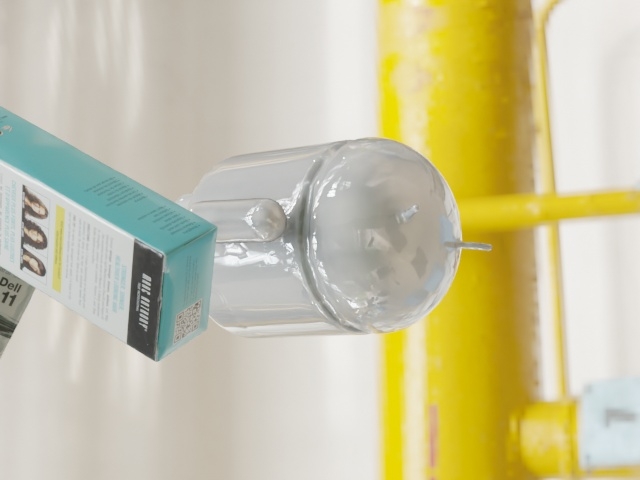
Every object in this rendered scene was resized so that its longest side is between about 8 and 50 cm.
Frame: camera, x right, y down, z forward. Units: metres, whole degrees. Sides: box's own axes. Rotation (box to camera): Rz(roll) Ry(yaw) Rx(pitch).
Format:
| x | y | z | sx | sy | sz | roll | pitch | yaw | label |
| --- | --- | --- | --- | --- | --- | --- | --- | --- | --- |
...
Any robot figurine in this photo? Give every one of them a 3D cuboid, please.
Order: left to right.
| x | y | z | sx | sy | sz | roll | pitch | yaw | label |
| --- | --- | --- | --- | --- | --- | --- | --- | --- | --- |
| 0.000 | 0.000 | 1.719 | 0.300 | 0.353 | 0.199 | 8 | -100 | -48 | robot figurine |

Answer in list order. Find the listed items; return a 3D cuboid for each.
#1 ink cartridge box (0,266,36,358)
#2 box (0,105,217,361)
| x | y | z | sx | sy | sz | roll | pitch | yaw | label |
| --- | --- | --- | --- | --- | --- | --- | --- | --- | --- |
| -0.344 | 0.056 | 1.433 | 0.153 | 0.087 | 0.208 | 26 | -89 | -24 | ink cartridge box |
| -0.192 | -0.012 | 1.266 | 0.060 | 0.244 | 0.100 | -32 | -38 | -44 | box |
